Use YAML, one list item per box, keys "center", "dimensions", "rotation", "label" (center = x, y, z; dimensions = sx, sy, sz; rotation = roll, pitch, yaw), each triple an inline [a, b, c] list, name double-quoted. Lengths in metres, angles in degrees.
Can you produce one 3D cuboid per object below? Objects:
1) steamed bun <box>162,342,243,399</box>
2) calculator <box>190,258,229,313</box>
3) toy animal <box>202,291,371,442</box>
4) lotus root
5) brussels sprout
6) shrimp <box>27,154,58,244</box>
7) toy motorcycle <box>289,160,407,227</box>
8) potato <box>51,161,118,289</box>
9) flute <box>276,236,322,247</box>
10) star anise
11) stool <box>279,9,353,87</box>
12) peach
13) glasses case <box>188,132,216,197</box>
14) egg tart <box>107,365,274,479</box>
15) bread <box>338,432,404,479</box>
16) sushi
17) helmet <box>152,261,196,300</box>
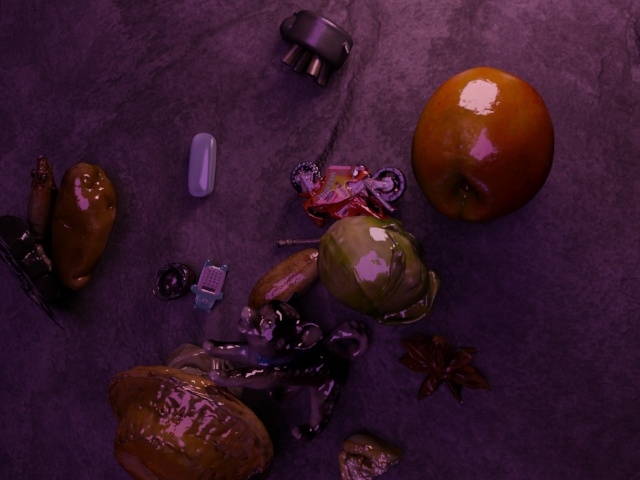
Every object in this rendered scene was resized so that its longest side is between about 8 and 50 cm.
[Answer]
- center: [-0.331, 0.375, 1.271]
  dimensions: [0.211, 0.144, 0.217]
  rotation: [-26, 82, 13]
  label: "steamed bun"
- center: [-0.302, 0.126, 1.316]
  dimensions: [0.094, 0.019, 0.141]
  rotation: [19, 88, -16]
  label: "calculator"
- center: [-0.060, 0.248, 1.130]
  dimensions: [0.302, 0.194, 0.344]
  rotation: [-46, 121, -3]
  label: "toy animal"
- center: [-0.092, 0.112, 1.239]
  dimensions: [0.258, 0.097, 0.110]
  rotation: [-44, 75, 7]
  label: "lotus root"
- center: [0.128, 0.061, 1.093]
  dimensions: [0.294, 0.259, 0.227]
  rotation: [37, 89, 33]
  label: "brussels sprout"
- center: [-0.783, -0.119, 1.385]
  dimensions: [0.062, 0.154, 0.294]
  rotation: [16, 126, -11]
  label: "shrimp"
- center: [0.064, -0.112, 1.202]
  dimensions: [0.299, 0.089, 0.170]
  rotation: [6, 91, 15]
  label: "toy motorcycle"
- center: [-0.676, -0.041, 1.380]
  dimensions: [0.196, 0.176, 0.368]
  rotation: [17, 102, 5]
  label: "potato"
- center: [0.000, 0.000, 1.250]
  dimensions: [0.233, 0.027, 0.027]
  rotation: [-4, 87, 16]
  label: "flute"
- center: [0.275, 0.286, 1.119]
  dimensions: [0.212, 0.111, 0.196]
  rotation: [40, 122, -16]
  label: "star anise"
- center: [-0.021, -0.485, 1.222]
  dimensions: [0.139, 0.153, 0.228]
  rotation: [-60, 33, 10]
  label: "stool"
- center: [0.339, -0.206, 1.027]
  dimensions: [0.308, 0.307, 0.332]
  rotation: [8, 59, 16]
  label: "peach"
- center: [-0.327, -0.208, 1.340]
  dimensions: [0.068, 0.045, 0.178]
  rotation: [4, 90, 16]
  label: "glasses case"
- center: [-0.326, 0.472, 1.125]
  dimensions: [0.444, 0.178, 0.442]
  rotation: [12, 131, 15]
  label: "egg tart"
- center: [0.110, 0.515, 1.170]
  dimensions: [0.156, 0.103, 0.110]
  rotation: [-33, 68, 7]
  label: "bread"
- center: [-0.807, 0.050, 1.354]
  dimensions: [0.297, 0.100, 0.372]
  rotation: [22, 137, 36]
  label: "sushi"
- center: [-0.395, 0.113, 1.337]
  dimensions: [0.123, 0.070, 0.098]
  rotation: [-33, 73, 22]
  label: "helmet"
